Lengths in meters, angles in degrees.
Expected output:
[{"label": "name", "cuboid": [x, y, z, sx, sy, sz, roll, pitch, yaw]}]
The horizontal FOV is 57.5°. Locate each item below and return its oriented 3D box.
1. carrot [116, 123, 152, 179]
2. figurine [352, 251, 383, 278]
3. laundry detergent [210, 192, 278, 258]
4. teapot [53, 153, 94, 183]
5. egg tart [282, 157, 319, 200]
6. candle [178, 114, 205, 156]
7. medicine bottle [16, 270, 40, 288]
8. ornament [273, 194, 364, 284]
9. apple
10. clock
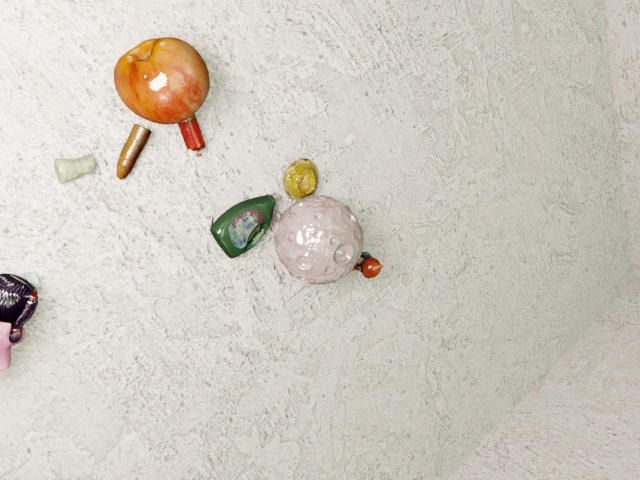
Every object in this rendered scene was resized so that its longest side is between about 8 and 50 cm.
[{"label": "carrot", "cuboid": [-0.450, -0.208, 1.381, 0.048, 0.048, 0.139, 27, 89, -38]}, {"label": "figurine", "cuboid": [0.145, 0.077, 1.842, 0.075, 0.140, 0.068, -50, 122, -13]}, {"label": "laundry detergent", "cuboid": [-0.195, -0.052, 1.608, 0.211, 0.063, 0.137, -42, 128, -21]}, {"label": "teapot", "cuboid": [-0.554, -0.162, 1.319, 0.083, 0.057, 0.067, -23, 154, -32]}, {"label": "egg tart", "cuboid": [-0.048, -0.173, 1.683, 0.129, 0.049, 0.128, -13, 112, -35]}, {"label": "candle", "cuboid": [-0.322, -0.269, 1.453, 0.052, 0.052, 0.130, -31, 121, -25]}, {"label": "medicine bottle", "cuboid": [-0.679, 0.102, 1.310, 0.083, 0.047, 0.047, -21, 116, -29]}, {"label": "ornament", "cuboid": [0.000, 0.000, 1.654, 0.260, 0.225, 0.259, -15, 118, -31]}, {"label": "apple", "cuboid": [-0.354, -0.361, 1.303, 0.209, 0.210, 0.164, -51, 139, -12]}, {"label": "clock", "cuboid": [-0.704, 0.150, 1.229, 0.194, 0.100, 0.195, 29, 96, 6]}]
